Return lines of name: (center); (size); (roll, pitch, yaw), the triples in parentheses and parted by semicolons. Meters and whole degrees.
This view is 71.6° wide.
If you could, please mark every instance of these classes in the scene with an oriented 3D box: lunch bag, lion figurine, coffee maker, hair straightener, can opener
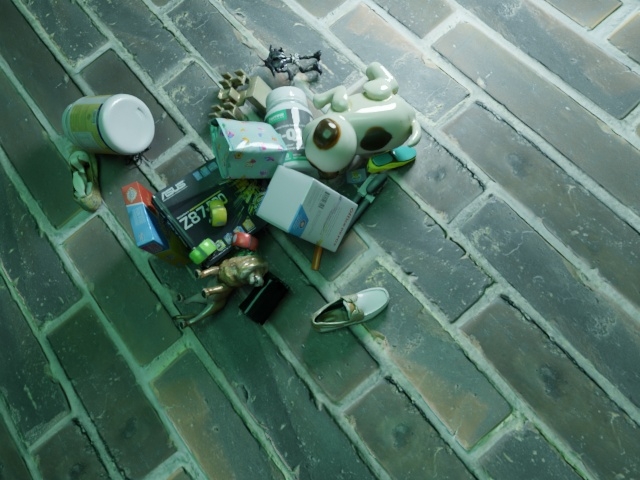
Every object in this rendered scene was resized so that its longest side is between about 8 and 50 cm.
lunch bag: (-0.268, -0.345, 1.597); (0.223, 0.160, 0.262); (-5, 46, -27)
lion figurine: (-0.370, 0.181, 1.616); (0.392, 0.240, 0.142); (-38, 74, 39)
coffee maker: (-0.207, 0.207, 1.613); (0.120, 0.171, 0.178); (36, 83, 0)
hair straightener: (-0.796, -0.416, 1.951); (0.088, 0.047, 0.231); (17, 77, 13)
can opener: (0.152, -0.154, 1.715); (0.074, 0.093, 0.280); (37, 87, 18)

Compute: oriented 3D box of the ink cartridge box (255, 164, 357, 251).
ink cartridge box: (-0.044, -0.110, 1.587); (0.197, 0.270, 0.198); (28, 93, 41)

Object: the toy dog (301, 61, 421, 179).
toy dog: (0.119, -0.388, 1.619); (0.407, 0.285, 0.395); (-31, 66, -20)

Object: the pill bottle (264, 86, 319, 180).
pill bottle: (-0.118, -0.409, 1.766); (0.203, 0.204, 0.362); (-10, 72, 5)

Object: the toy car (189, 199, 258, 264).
toy car: (-0.357, -0.004, 1.542); (0.239, 0.053, 0.225); (48, 65, -8)

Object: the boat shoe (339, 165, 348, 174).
boat shoe: (0.104, -0.358, 1.787); (0.068, 0.072, 0.190); (16, 76, 13)

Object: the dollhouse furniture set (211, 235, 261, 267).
dollhouse furniture set: (-0.378, -0.036, 1.720); (0.197, 0.151, 0.302); (-23, 72, 1)

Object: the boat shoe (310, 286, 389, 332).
boat shoe: (0.110, 0.250, 1.587); (0.302, 0.103, 0.113); (-26, 72, 0)

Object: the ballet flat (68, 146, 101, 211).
ballet flat: (-1.029, -0.291, 1.913); (0.123, 0.123, 0.349); (-21, 71, 2)

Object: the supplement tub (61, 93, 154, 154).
supplement tub: (-0.890, -0.481, 1.851); (0.330, 0.241, 0.241); (9, 74, 32)

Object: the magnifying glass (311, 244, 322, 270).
magnifying glass: (0.000, 0.000, 1.708); (0.092, 0.026, 0.231); (4, 77, 39)

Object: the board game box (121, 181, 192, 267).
board game box: (-0.609, -0.048, 1.672); (0.064, 0.316, 0.243); (-23, 72, 1)

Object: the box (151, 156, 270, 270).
box: (-0.365, -0.129, 1.648); (0.394, 0.097, 0.318); (-38, 93, -25)

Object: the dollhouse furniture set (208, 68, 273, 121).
dollhouse furniture set: (-0.324, -0.600, 1.914); (0.241, 0.161, 0.213); (2, 72, 32)

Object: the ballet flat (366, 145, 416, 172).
ballet flat: (0.273, -0.313, 1.738); (0.230, 0.077, 0.077); (-20, 69, -29)

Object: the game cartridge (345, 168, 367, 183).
game cartridge: (0.143, -0.255, 1.781); (0.083, 0.017, 0.056); (-11, 76, 5)

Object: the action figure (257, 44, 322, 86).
action figure: (-0.133, -0.750, 1.909); (0.275, 0.141, 0.164); (-5, 74, -9)
